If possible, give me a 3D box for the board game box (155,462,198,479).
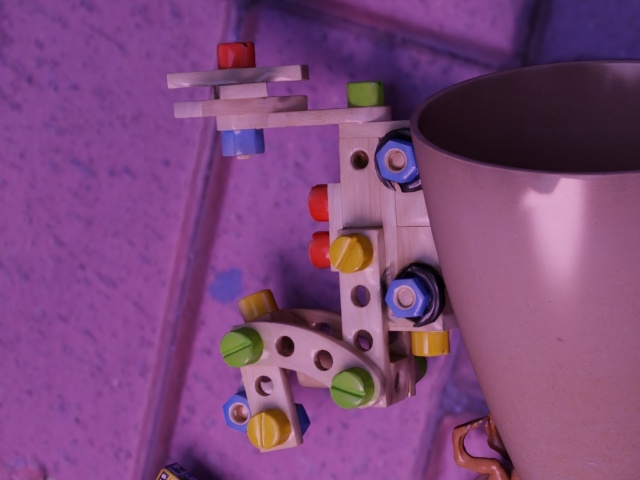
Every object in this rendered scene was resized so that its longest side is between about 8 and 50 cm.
[{"bbox_3d":[-0.087,0.313,1.575,0.194,0.060,0.194,36,113,16],"label":"board game box"}]

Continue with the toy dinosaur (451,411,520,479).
[{"bbox_3d":[0.136,0.188,1.435,0.211,0.064,0.112,-23,90,29],"label":"toy dinosaur"}]

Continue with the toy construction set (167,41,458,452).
[{"bbox_3d":[0.000,0.000,1.434,0.215,0.151,0.328,-1,109,28],"label":"toy construction set"}]

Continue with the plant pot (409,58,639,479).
[{"bbox_3d":[0.198,0.040,1.295,0.256,0.256,0.274,6,113,26],"label":"plant pot"}]
